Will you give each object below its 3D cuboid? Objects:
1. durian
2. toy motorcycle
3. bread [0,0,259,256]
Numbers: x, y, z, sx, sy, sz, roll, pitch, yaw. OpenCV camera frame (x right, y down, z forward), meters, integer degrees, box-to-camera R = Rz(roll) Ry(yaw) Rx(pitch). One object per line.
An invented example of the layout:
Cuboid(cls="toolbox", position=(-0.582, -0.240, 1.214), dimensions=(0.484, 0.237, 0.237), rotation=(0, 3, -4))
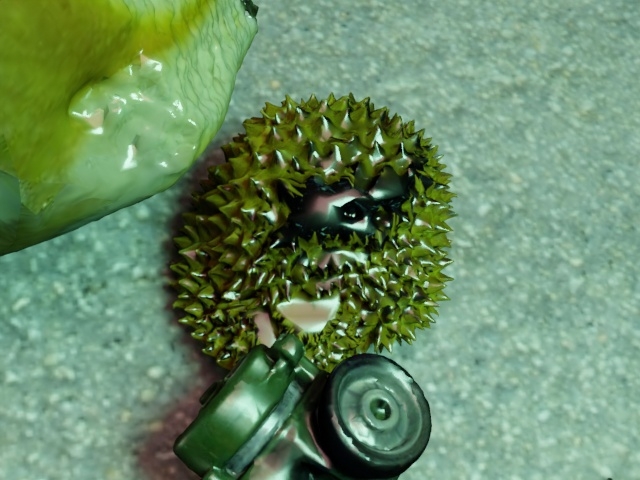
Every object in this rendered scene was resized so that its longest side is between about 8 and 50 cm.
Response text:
Cuboid(cls="durian", position=(0.000, 0.000, 0.794), dimensions=(0.193, 0.138, 0.237), rotation=(0, 62, -13))
Cuboid(cls="toy motorcycle", position=(-0.019, 0.192, 0.674), dimensions=(0.205, 0.127, 0.275), rotation=(40, 58, -2))
Cuboid(cls="bread", position=(-0.205, -0.122, 0.670), dimensions=(0.395, 0.239, 0.264), rotation=(40, 34, -40))
